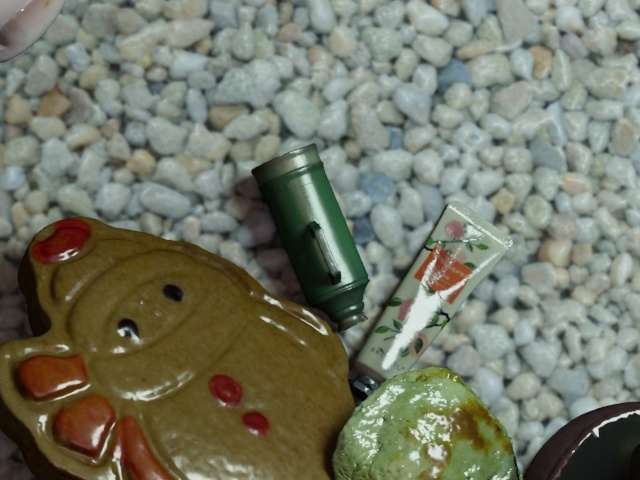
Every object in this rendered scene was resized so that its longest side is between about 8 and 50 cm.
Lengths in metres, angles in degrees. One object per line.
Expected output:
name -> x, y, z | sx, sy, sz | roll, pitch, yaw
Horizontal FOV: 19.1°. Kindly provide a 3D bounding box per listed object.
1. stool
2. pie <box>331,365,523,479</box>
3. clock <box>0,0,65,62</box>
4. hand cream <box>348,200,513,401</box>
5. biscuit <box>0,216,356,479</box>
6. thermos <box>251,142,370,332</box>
stool -> 0.342, 0.292, 1.899 | 0.272, 0.178, 0.272 | 1, 84, -10
pie -> 0.122, 0.241, 1.835 | 0.201, 0.090, 0.248 | -29, 97, -29
clock -> -0.366, -0.361, 1.822 | 0.368, 0.250, 0.376 | 44, 76, -9
hand cream -> 0.107, 0.067, 1.962 | 0.080, 0.050, 0.234 | 36, 73, 1
biscuit -> -0.145, 0.127, 1.825 | 0.381, 0.074, 0.359 | 46, 43, 9
thermos -> 0.001, 0.000, 1.933 | 0.073, 0.083, 0.187 | -22, 88, -39
